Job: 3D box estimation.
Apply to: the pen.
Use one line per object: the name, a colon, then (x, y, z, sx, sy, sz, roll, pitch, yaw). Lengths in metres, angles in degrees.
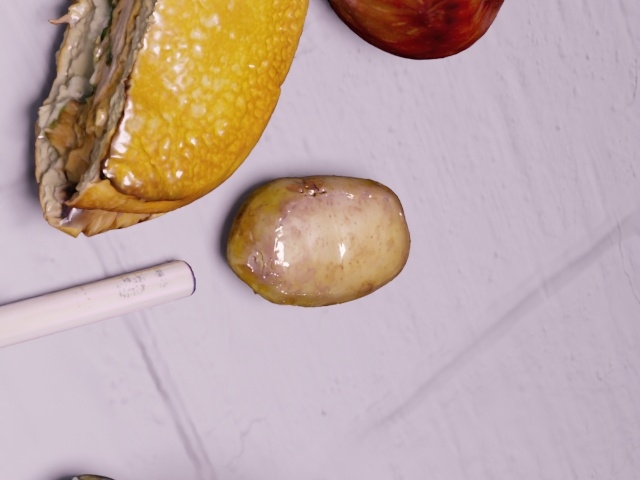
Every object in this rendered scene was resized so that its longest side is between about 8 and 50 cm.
pen: (-0.205, 0.055, 0.829, 0.269, 0.033, 0.033, -15, 104, -36)

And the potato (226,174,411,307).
potato: (0.000, 0.000, 0.949, 0.170, 0.080, 0.107, -9, 108, -33)

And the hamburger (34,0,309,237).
hamburger: (-0.101, -0.128, 0.825, 0.156, 0.144, 0.283, 22, 83, -47)

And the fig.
fig: (0.051, -0.239, 0.940, 0.175, 0.207, 0.175, 17, 90, -73)

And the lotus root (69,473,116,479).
lotus root: (-0.145, 0.227, 0.864, 0.088, 0.088, 0.165, -56, 135, -19)
